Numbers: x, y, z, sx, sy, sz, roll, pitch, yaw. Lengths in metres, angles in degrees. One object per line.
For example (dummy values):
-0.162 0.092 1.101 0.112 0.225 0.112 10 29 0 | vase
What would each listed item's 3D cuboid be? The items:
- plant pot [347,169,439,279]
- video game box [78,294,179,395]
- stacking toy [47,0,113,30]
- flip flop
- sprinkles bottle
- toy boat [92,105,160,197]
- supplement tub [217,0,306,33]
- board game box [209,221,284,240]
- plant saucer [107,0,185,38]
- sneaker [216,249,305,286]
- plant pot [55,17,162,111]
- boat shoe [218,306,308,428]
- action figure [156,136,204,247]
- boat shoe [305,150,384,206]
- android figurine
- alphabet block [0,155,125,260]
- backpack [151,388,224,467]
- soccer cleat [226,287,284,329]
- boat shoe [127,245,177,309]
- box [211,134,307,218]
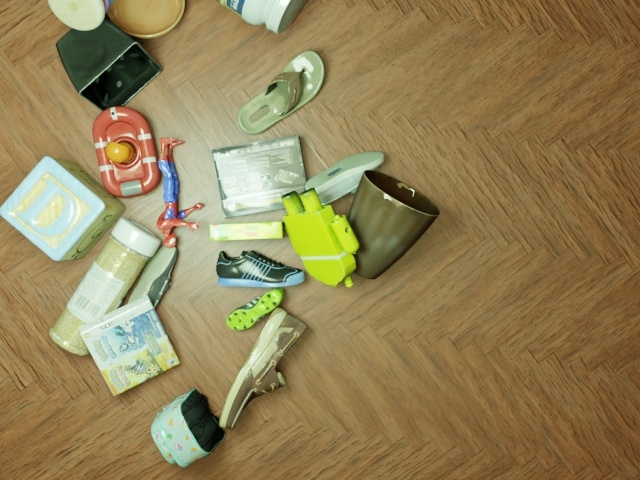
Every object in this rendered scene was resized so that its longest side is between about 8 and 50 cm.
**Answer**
0.149 -0.026 1.897 0.215 0.215 0.230 29 109 -1 | plant pot
-0.482 0.266 1.909 0.187 0.048 0.205 -25 116 -11 | video game box
-0.529 -0.659 1.838 0.141 0.141 0.330 20 51 -1 | stacking toy
-0.101 -0.377 1.933 0.277 0.080 0.112 -38 91 1 | flip flop
-0.551 0.118 1.925 0.121 0.121 0.355 33 91 -1 | sprinkles bottle
-0.499 -0.225 1.901 0.151 0.151 0.231 -12 92 0 | toy boat
-0.183 -0.677 1.852 0.316 0.228 0.228 34 91 0 | supplement tub
-0.187 -0.024 1.936 0.182 0.092 0.043 -2 91 0 | board game box
-0.447 -0.602 1.927 0.200 0.037 0.199 1 74 -4 | plant saucer
-0.155 0.070 1.944 0.232 0.081 0.090 0 99 1 | sneaker
-0.546 -0.455 1.890 0.188 0.187 0.167 -43 78 1 | plant pot
-0.144 0.344 1.935 0.123 0.123 0.341 29 85 0 | boat shoe
-0.350 -0.118 1.932 0.139 0.091 0.280 5 91 9 | action figure
0.068 -0.156 1.944 0.228 0.079 0.081 -28 126 -14 | boat shoe
0.000 0.000 1.870 0.056 0.248 0.272 -35 105 -31 | android figurine
-0.639 -0.078 1.882 0.193 0.197 0.192 42 92 -1 | alphabet block
-0.340 0.481 1.901 0.144 0.188 0.165 -28 92 1 | backpack
-0.166 0.180 1.960 0.179 0.072 0.060 -32 89 22 | soccer cleat
-0.426 0.106 1.966 0.065 0.075 0.206 34 84 -44 | boat shoe
-0.152 -0.164 1.951 0.231 0.056 0.183 -10 93 0 | box
